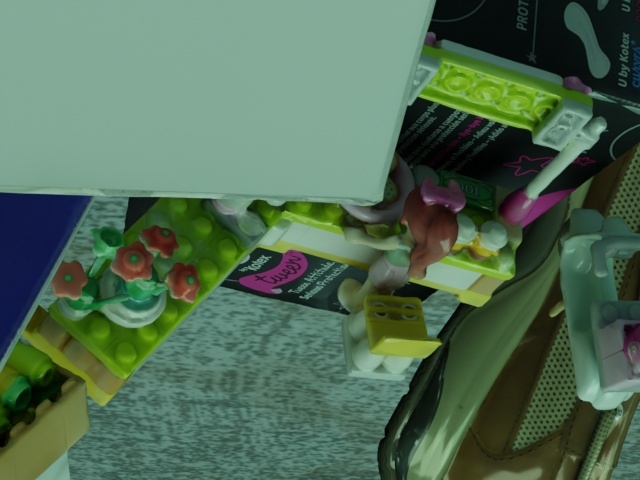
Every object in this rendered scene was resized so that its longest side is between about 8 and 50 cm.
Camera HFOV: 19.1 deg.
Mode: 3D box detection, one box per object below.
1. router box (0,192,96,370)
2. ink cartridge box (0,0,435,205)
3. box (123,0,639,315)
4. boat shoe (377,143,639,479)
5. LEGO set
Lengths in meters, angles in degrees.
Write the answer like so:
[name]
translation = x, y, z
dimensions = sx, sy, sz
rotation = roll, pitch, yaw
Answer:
[router box]
translation = -0.107, -0.069, 0.610
dimensions = 0.082, 0.335, 0.301
rotation = 33, 151, -13
[ink cartridge box]
translation = -0.075, -0.166, 0.363
dimensions = 0.197, 0.270, 0.198
rotation = 2, 158, -4
[box]
translation = 0.023, -0.089, 0.797
dimensions = 0.142, 0.163, 0.247
rotation = 15, 154, -19
[boat shoe]
translation = 0.150, 0.000, 0.852
dimensions = 0.120, 0.324, 0.122
rotation = 32, -167, 10
[LEGO set]
translation = 0.000, 0.000, 0.643
dimensions = 0.287, 0.132, 0.107
rotation = -6, 156, -29
